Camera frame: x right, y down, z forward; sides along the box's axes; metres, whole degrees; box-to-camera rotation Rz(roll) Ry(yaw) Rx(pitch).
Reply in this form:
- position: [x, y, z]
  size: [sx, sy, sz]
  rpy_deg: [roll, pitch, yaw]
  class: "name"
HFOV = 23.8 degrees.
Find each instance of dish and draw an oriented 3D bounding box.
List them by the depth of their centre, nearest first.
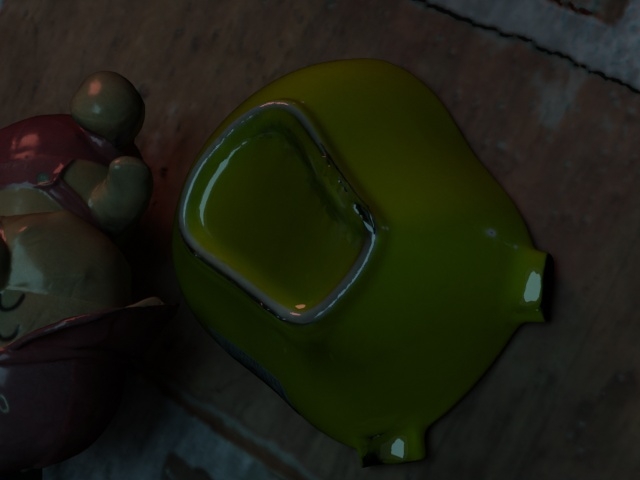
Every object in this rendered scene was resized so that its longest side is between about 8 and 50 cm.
- position: [0.000, 0.000, 0.943]
  size: [0.221, 0.108, 0.262]
  rpy_deg: [-49, 59, 11]
  class: "dish"

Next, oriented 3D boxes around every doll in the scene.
- position: [-0.186, 0.022, 0.986]
  size: [0.196, 0.152, 0.256]
  rpy_deg: [-30, 48, 41]
  class: "doll"

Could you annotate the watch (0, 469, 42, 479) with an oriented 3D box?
- position: [-0.281, 0.170, 1.087]
  size: [0.206, 0.068, 0.193]
  rpy_deg: [15, 88, 35]
  class: "watch"
